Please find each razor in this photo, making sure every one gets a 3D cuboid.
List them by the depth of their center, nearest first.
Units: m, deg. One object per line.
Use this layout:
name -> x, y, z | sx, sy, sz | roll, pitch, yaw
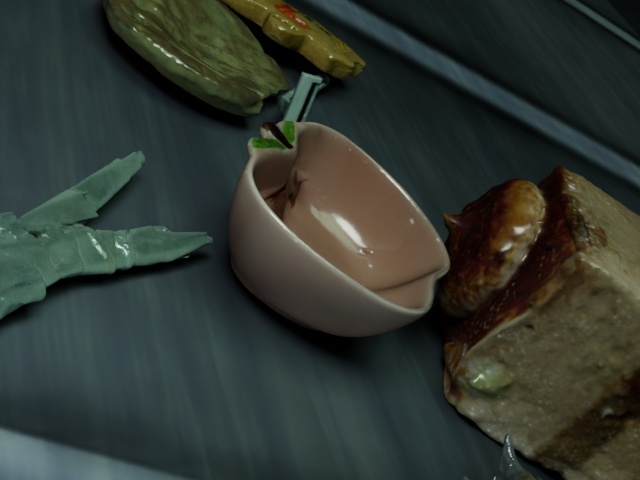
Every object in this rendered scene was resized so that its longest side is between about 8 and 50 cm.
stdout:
razor -> -0.018, -0.158, 1.047 | 0.036, 0.084, 0.211 | 25, 20, -2

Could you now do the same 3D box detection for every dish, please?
dish -> 0.000, 0.000, 0.802 | 0.213, 0.090, 0.213 | 30, 31, -20

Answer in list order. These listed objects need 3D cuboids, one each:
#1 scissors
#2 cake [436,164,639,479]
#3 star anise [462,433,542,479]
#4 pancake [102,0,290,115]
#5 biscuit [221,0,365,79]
scissors -> -0.203, 0.009, 0.614 | 0.256, 0.029, 0.383 | 43, 31, 9
cake -> 0.226, 0.071, 0.848 | 0.293, 0.196, 0.198 | 34, 31, -11
star anise -> 0.162, 0.237, 0.678 | 0.181, 0.061, 0.204 | -6, 52, -51
pancake -> -0.125, -0.204, 0.998 | 0.222, 0.042, 0.236 | 31, 28, -19
biscuit -> -0.047, -0.267, 1.156 | 0.225, 0.036, 0.166 | 36, 20, 7
